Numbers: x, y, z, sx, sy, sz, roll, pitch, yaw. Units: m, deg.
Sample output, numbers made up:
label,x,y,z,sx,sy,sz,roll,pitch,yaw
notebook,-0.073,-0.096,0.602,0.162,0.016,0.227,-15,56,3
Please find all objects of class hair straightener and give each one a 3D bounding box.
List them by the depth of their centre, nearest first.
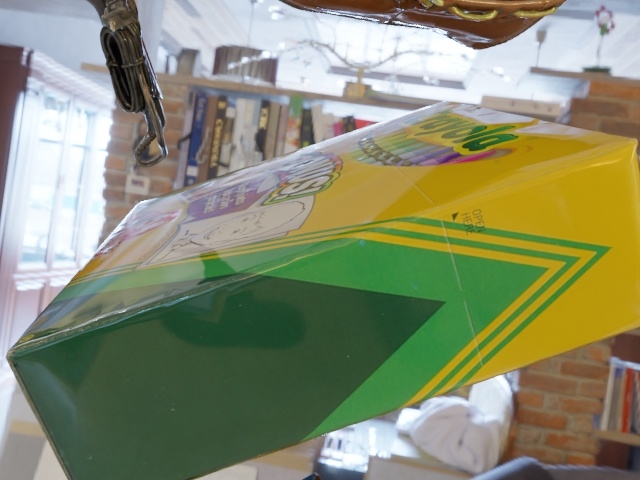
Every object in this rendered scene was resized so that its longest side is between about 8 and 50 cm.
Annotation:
label,x,y,z,sx,sy,sz,roll,pitch,yaw
hair straightener,-0.145,-0.147,0.466,0.047,0.231,0.089,-11,34,-6

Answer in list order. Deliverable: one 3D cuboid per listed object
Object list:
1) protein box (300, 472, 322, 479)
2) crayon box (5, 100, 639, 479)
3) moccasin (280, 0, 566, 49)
label,x,y,z,sx,sy,sz,roll,pitch,yaw
protein box,-0.064,0.359,0.643,0.199,0.201,0.136,-21,55,-30
crayon box,0.000,0.000,0.505,0.312,0.106,0.363,-20,15,0
moccasin,0.072,-0.245,0.570,0.379,0.139,0.147,10,-12,-37
